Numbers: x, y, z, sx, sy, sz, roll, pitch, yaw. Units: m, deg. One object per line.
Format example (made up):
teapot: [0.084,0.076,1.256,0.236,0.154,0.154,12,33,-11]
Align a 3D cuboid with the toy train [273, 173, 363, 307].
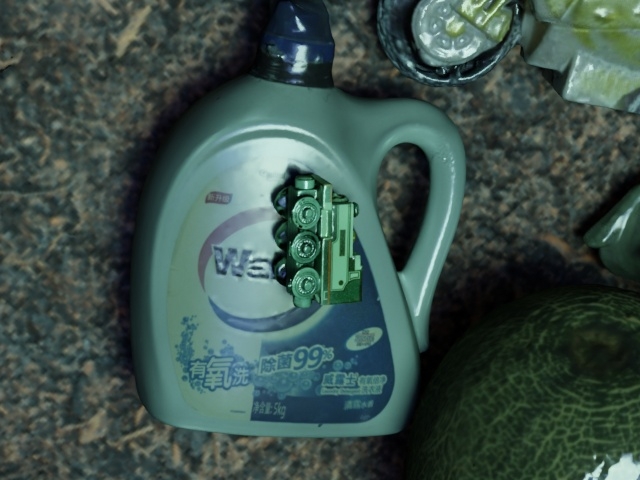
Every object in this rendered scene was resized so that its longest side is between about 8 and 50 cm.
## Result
toy train: [0.000,0.000,0.987,0.053,0.033,0.083,-4,106,-20]

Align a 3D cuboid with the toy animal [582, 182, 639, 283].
toy animal: [0.301,0.044,1.153,0.236,0.108,0.138,37,90,-22]

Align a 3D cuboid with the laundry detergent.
laundry detergent: [-0.011,-0.017,1.054,0.215,0.105,0.280,5,103,-16]

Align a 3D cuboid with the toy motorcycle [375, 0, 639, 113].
toy motorcycle: [0.215,-0.189,1.061,0.341,0.108,0.223,8,110,-10]

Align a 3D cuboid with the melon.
melon: [0.173,0.172,1.076,0.237,0.237,0.301,-14,136,-11]
